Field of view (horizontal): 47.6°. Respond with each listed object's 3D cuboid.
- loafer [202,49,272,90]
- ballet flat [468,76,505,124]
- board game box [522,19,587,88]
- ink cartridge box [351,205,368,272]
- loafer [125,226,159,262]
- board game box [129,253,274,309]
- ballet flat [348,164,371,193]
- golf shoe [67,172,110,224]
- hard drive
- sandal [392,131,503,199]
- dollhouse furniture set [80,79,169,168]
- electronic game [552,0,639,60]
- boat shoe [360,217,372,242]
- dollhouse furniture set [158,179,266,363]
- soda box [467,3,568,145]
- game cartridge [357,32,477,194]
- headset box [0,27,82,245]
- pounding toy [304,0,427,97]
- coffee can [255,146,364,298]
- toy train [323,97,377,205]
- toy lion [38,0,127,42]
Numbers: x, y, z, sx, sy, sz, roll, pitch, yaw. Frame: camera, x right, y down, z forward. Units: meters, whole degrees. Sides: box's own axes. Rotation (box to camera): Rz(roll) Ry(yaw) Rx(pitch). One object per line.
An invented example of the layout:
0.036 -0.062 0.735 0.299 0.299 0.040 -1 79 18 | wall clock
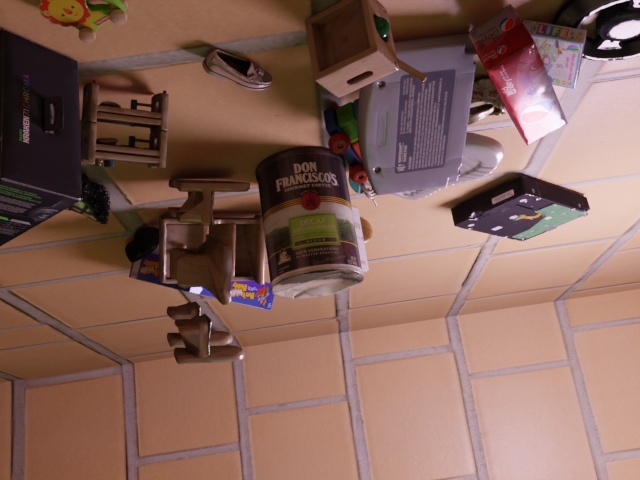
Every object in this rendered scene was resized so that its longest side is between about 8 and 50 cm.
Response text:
-0.129 -0.279 1.187 0.125 0.045 0.039 9 148 -34 | loafer
0.239 -0.248 1.377 0.241 0.077 0.091 -14 159 16 | ballet flat
0.396 -0.318 1.250 0.103 0.026 0.154 17 168 18 | board game box
0.047 -0.004 1.833 0.072 0.175 0.127 -21 157 32 | ink cartridge box
-0.440 0.002 1.845 0.061 0.062 0.170 -22 176 -40 | loafer
-0.320 0.113 2.023 0.233 0.078 0.347 10 174 35 | board game box
0.094 -0.169 1.580 0.068 0.072 0.213 -35 163 -8 | ballet flat
-0.512 -0.093 1.524 0.093 0.077 0.198 -1 156 13 | golf shoe
0.554 -0.083 1.995 0.339 0.064 0.237 10 154 -40 | hard drive
0.233 -0.181 1.548 0.169 0.102 0.416 16 166 -20 | sandal
-0.356 -0.194 1.256 0.129 0.129 0.183 3 -178 -31 | dollhouse furniture set
0.502 -0.365 1.196 0.229 0.048 0.229 -1 162 0 | electronic game
0.000 0.000 1.943 0.277 0.098 0.096 -2 159 -21 | boat shoe
-0.213 0.044 1.627 0.256 0.362 0.394 0 -173 -19 | dollhouse furniture set
0.334 -0.268 1.217 0.083 0.092 0.263 -29 148 17 | soda box
0.164 -0.216 1.279 0.196 0.060 0.294 -11 132 -12 | game cartridge
-0.492 -0.145 1.108 0.283 0.246 0.131 -23 155 33 | headset box
0.068 -0.290 1.104 0.141 0.130 0.100 -19 158 28 | pounding toy
-0.025 -0.034 1.569 0.201 0.275 0.201 -8 161 -3 | coffee can
0.118 -0.174 1.400 0.143 0.105 0.248 -23 134 18 | toy train
-0.332 -0.322 1.002 0.100 0.034 0.096 -18 151 26 | toy lion
